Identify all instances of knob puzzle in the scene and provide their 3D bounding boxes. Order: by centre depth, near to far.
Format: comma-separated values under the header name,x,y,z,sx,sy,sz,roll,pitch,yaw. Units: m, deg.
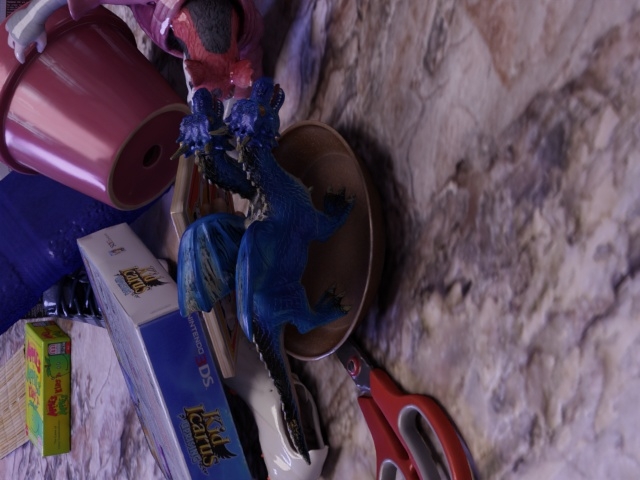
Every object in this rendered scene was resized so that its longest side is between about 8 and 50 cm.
name,x,y,z,sx,sy,sz,roll,pitch,yaw
knob puzzle,-0.081,-0.010,0.978,0.213,0.030,0.213,-9,-90,-83

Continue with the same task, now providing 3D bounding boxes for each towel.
name,x,y,z,sx,sy,sz,roll,pitch,yaw
towel,-0.326,-0.006,1.340,0.228,0.308,0.076,38,166,50

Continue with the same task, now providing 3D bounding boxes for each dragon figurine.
name,x,y,z,sx,sy,sz,roll,pitch,yaw
dragon figurine,-0.051,0.024,0.858,0.085,0.144,0.289,14,100,41

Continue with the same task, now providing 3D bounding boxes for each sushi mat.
name,x,y,z,sx,sy,sz,roll,pitch,yaw
sushi mat,-0.523,0.279,1.970,0.316,0.019,0.151,-34,66,58

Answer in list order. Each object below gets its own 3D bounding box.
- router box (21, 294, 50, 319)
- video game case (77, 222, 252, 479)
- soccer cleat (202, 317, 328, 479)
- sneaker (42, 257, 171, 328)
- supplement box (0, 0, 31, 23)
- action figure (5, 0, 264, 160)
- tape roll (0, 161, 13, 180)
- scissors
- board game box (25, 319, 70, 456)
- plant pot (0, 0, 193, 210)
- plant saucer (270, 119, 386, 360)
name,x,y,z,sx,sy,sz,roll,pitch,yaw
router box,-0.421,0.087,1.682,0.122,0.092,0.038,9,102,61
video game case,-0.145,0.142,1.124,0.244,0.061,0.269,36,144,60
soccer cleat,-0.047,0.132,1.054,0.196,0.068,0.076,60,137,26
sneaker,-0.258,0.067,1.356,0.300,0.121,0.111,16,109,60
supplement box,-0.523,-0.359,1.760,0.191,0.129,0.194,43,131,51
action figure,-0.122,-0.238,1.058,0.275,0.248,0.370,-53,42,13
tape roll,-0.377,-0.125,1.577,0.275,0.090,0.274,12,104,60
scissors,0.044,0.107,0.934,0.109,0.021,0.297,-60,38,38
board game box,-0.409,0.220,1.732,0.092,0.043,0.181,27,117,57
plant pot,-0.236,-0.132,1.208,0.180,0.201,0.201,35,129,22
plant saucer,0.000,0.000,0.961,0.199,0.036,0.198,0,90,59
